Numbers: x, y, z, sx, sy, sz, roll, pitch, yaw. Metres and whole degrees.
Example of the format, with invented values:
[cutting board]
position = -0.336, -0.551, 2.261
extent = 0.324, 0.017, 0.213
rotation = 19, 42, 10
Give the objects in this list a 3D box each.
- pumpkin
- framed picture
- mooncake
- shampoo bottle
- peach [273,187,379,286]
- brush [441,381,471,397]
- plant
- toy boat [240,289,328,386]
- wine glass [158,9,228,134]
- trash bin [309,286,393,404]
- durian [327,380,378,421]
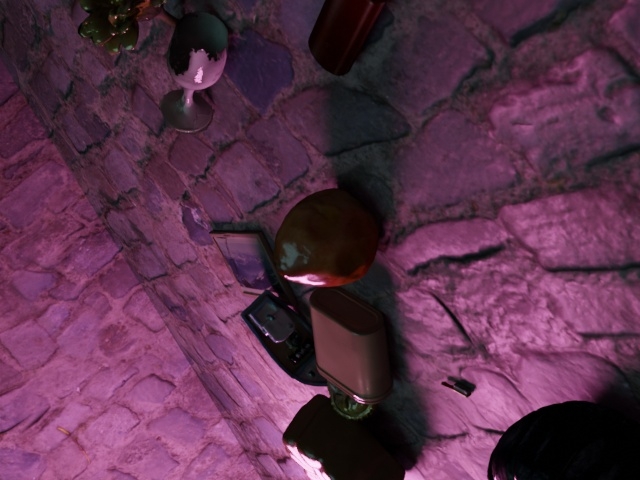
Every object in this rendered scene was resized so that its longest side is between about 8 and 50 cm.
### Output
[pumpkin]
position = 0.471, 0.459, 1.278
extent = 0.363, 0.266, 0.363
rotation = 43, 153, 28
[framed picture]
position = -0.211, 0.078, 2.200
extent = 0.335, 0.022, 0.247
rotation = 3, 123, 57
[mooncake]
position = 0.061, 0.640, 2.117
extent = 0.378, 0.201, 0.378
rotation = 40, 164, 14
[shampoo bottle]
position = 0.054, -0.391, 1.212
extent = 0.102, 0.064, 0.260
rotation = 55, 152, 9
[peach]
position = 0.000, 0.000, 1.553
extent = 0.214, 0.235, 0.214
rotation = 40, 142, 40
[brush]
position = 0.309, 0.336, 1.660
extent = 0.083, 0.018, 0.021
rotation = 17, 125, 49
[plant]
position = -0.420, -0.562, 1.586
extent = 0.261, 0.306, 0.297
rotation = 31, -176, -4
[toy boat]
position = -0.082, 0.297, 2.090
extent = 0.332, 0.145, 0.133
rotation = 48, 165, -6
[wine glass]
position = -0.299, -0.391, 1.700
extent = 0.143, 0.143, 0.321
rotation = 49, 151, 12
[trash bin]
position = 0.075, 0.263, 1.852
extent = 0.243, 0.121, 0.247
rotation = 29, 139, 41
[durian]
position = 0.082, 0.413, 1.992
extent = 0.208, 0.102, 0.146
rotation = 24, 97, 35
